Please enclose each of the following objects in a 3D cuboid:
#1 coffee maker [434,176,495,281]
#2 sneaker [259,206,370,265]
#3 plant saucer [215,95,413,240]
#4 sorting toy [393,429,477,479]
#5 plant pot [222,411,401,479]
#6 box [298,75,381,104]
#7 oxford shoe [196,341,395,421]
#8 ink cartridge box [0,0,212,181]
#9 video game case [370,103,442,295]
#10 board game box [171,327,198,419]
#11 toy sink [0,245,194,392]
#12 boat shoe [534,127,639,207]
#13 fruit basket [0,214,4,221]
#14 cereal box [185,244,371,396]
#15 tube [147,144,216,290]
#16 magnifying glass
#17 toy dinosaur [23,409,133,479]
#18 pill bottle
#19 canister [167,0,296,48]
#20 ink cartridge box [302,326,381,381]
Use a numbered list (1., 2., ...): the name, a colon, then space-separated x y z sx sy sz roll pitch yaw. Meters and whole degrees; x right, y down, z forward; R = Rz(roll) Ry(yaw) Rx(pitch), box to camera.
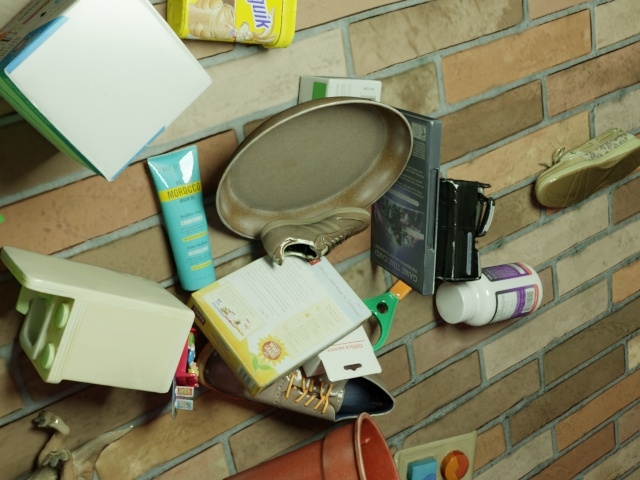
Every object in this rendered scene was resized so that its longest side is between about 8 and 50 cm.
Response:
1. coffee maker: 0.212 -0.018 1.419 0.171 0.120 0.178 4 90 -18
2. sneaker: 0.000 0.000 1.269 0.188 0.071 0.066 -11 149 -21
3. plant saucer: -0.013 -0.110 1.202 0.310 0.050 0.310 -19 151 -11
4. sorting toy: 0.232 0.553 1.659 0.229 0.041 0.307 -7 108 -32
5. plant pot: -0.013 0.445 1.296 0.265 0.272 0.272 -19 120 11
6. box: 0.028 -0.204 1.262 0.102 0.087 0.101 -3 106 -32
7. oxford shoe: -0.029 0.225 1.326 0.364 0.133 0.130 12 97 -36
8. ink cartridge box: -0.281 -0.203 0.964 0.171 0.233 0.168 -48 122 -12
9. video game case: 0.134 -0.071 1.307 0.026 0.196 0.274 -7 108 -20
10. board game box: -0.196 0.180 1.201 0.033 0.133 0.168 4 104 -4
11. toy sink: -0.318 0.112 1.086 0.234 0.153 0.131 17 95 -37
12. boat shoe: 0.532 -0.149 1.631 0.285 0.089 0.104 -21 141 -25
13. fruit basket: -0.516 0.070 0.862 0.392 0.283 0.392 -1 96 -15
14. cereal box: -0.060 0.107 1.231 0.240 0.173 0.047 -27 160 -38
15. tube: -0.199 -0.031 1.192 0.080 0.052 0.207 -23 111 -39
16. magnifying glass: 0.114 0.116 1.437 0.092 0.026 0.231 44 66 8
17. toy dinosaur: -0.388 0.377 1.146 0.296 0.127 0.200 -41 131 -32
18. pill bottle: 0.319 0.105 1.540 0.193 0.108 0.108 -7 108 -32
19. canister: -0.124 -0.337 1.129 0.170 0.073 0.126 -4 106 -31
20. ink cartridge box: 0.013 0.154 1.306 0.104 0.181 0.061 -4 145 -32
